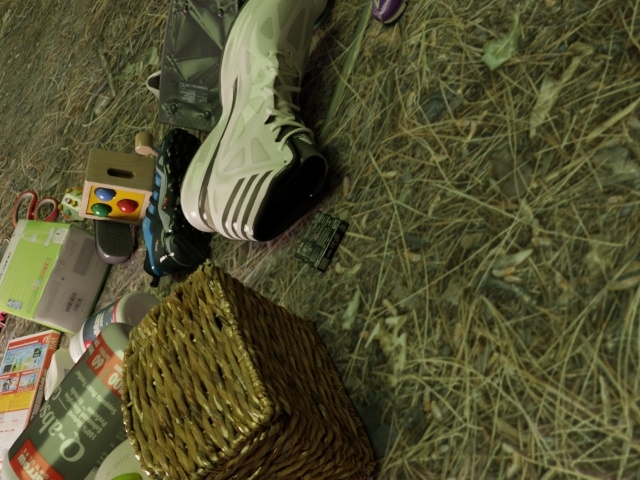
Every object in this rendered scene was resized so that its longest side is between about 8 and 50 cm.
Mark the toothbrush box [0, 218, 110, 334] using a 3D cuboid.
[{"bbox_3d":[-0.575,0.073,1.857,0.283,0.122,0.206,4,72,49],"label":"toothbrush box"}]

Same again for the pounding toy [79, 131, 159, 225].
[{"bbox_3d":[-0.361,-0.115,1.699,0.206,0.181,0.094,122,152,-53],"label":"pounding toy"}]

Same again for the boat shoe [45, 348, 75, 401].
[{"bbox_3d":[-0.502,0.292,1.690,0.063,0.066,0.184,-57,38,29],"label":"boat shoe"}]

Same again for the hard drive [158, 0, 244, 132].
[{"bbox_3d":[-0.221,-0.337,1.664,0.172,0.054,0.254,13,101,28],"label":"hard drive"}]

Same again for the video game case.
[{"bbox_3d":[-0.642,0.337,1.851,0.204,0.025,0.285,-15,57,44],"label":"video game case"}]

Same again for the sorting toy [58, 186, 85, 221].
[{"bbox_3d":[-0.550,-0.080,2.000,0.075,0.045,0.083,23,86,33],"label":"sorting toy"}]

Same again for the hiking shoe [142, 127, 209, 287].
[{"bbox_3d":[-0.282,-0.074,1.618,0.132,0.113,0.304,-29,48,34],"label":"hiking shoe"}]

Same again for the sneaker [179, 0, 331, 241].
[{"bbox_3d":[-0.049,-0.202,1.425,0.258,0.169,0.447,18,90,43],"label":"sneaker"}]

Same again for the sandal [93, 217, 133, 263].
[{"bbox_3d":[-0.430,-0.055,1.803,0.054,0.097,0.254,118,154,-48],"label":"sandal"}]

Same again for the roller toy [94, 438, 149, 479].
[{"bbox_3d":[-0.209,0.358,1.207,0.146,0.191,0.209,-129,29,-50],"label":"roller toy"}]

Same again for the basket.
[{"bbox_3d":[-0.106,0.217,1.130,0.213,0.223,0.299,-43,42,12],"label":"basket"}]

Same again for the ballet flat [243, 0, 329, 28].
[{"bbox_3d":[-0.127,-0.489,1.681,0.400,0.139,0.139,31,93,53],"label":"ballet flat"}]

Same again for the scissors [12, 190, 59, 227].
[{"bbox_3d":[-0.691,0.019,2.066,0.109,0.021,0.297,6,68,3],"label":"scissors"}]

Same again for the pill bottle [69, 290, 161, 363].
[{"bbox_3d":[-0.364,0.169,1.567,0.180,0.108,0.108,-29,48,36],"label":"pill bottle"}]

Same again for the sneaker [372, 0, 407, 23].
[{"bbox_3d":[0.104,-0.435,1.409,0.068,0.071,0.169,12,97,39],"label":"sneaker"}]

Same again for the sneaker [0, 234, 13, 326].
[{"bbox_3d":[-0.785,0.125,2.076,0.121,0.112,0.299,14,78,52],"label":"sneaker"}]

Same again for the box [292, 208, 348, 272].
[{"bbox_3d":[0.000,0.000,1.325,0.067,0.018,0.083,25,87,53],"label":"box"}]

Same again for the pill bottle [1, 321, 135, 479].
[{"bbox_3d":[-0.344,0.322,1.328,0.363,0.210,0.210,-53,37,-3],"label":"pill bottle"}]

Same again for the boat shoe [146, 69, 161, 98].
[{"bbox_3d":[-0.267,-0.315,1.773,0.258,0.084,0.095,-3,65,48],"label":"boat shoe"}]
